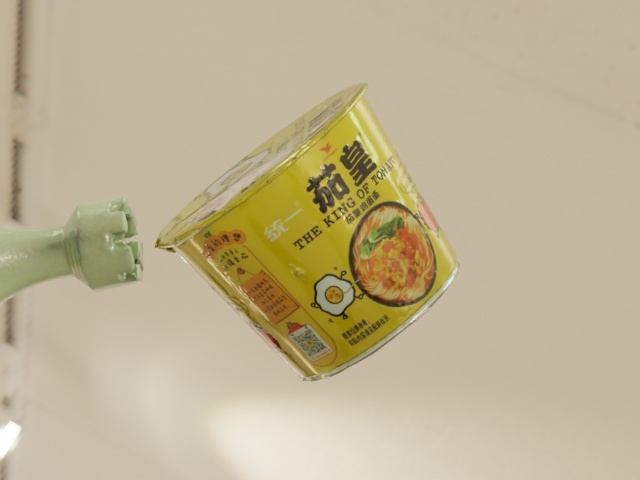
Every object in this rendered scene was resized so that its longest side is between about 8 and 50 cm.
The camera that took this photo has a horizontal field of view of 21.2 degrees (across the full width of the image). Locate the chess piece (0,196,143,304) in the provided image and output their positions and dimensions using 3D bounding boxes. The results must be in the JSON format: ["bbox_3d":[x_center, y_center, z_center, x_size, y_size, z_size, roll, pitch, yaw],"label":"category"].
[{"bbox_3d":[-0.396,0.025,2.309,0.299,0.195,0.195,-10,-40,3],"label":"chess piece"}]

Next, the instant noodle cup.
[{"bbox_3d":[0.000,0.000,2.098,0.254,0.325,0.325,53,-37,-10],"label":"instant noodle cup"}]
